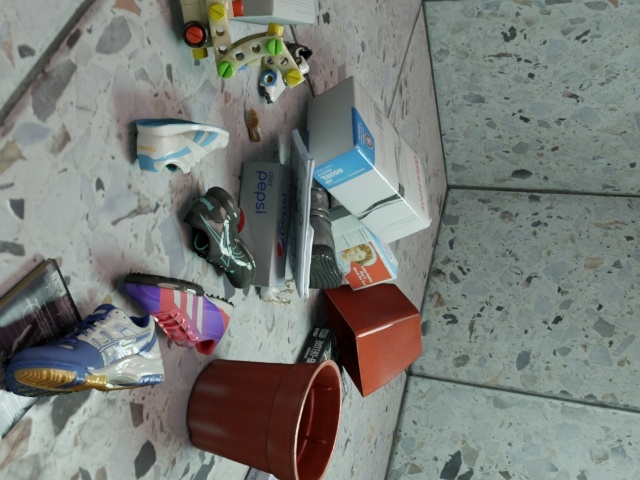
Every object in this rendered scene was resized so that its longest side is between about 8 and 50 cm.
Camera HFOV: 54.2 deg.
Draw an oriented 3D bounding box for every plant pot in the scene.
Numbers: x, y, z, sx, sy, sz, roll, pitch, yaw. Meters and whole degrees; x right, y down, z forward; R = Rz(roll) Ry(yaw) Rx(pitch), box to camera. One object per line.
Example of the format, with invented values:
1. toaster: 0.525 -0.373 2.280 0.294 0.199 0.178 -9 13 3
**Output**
1. plant pot: -0.122 0.373 1.349 0.272 0.265 0.272 6 90 -70
2. plant pot: 0.176 0.284 1.986 0.267 0.236 0.267 -127 -156 -55

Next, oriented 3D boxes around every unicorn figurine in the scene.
1. unicorn figurine: -0.120 0.102 1.544 0.060 0.111 0.161 -68 169 -60

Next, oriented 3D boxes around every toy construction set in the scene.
1. toy construction set: -0.153 -0.439 1.158 0.151 0.215 0.327 -113 -164 -78

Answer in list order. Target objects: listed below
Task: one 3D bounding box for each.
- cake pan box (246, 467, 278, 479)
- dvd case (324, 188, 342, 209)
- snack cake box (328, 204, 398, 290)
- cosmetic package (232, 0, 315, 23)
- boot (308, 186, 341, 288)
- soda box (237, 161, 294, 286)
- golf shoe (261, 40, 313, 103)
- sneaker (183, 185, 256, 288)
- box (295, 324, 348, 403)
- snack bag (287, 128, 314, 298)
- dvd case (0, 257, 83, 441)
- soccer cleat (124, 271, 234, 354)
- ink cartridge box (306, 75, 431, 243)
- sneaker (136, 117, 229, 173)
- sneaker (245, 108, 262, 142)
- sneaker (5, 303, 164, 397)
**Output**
1. cake pan box: -0.117 0.647 1.706 0.266 0.070 0.245 -63 148 -44
2. dvd case: 0.055 -0.115 2.030 0.179 0.030 0.238 -27 119 -66
3. snack cake box: 0.112 0.016 1.911 0.264 0.152 0.089 58 28 -26
4. cosmetic package: -0.114 -0.580 1.328 0.224 0.138 0.224 -33 124 -64
5. boot: 0.000 0.000 1.758 0.338 0.118 0.222 98 -10 -67
6. soda box: -0.133 -0.036 1.460 0.091 0.098 0.286 7 88 -71
7. golf shoe: -0.080 -0.413 1.521 0.077 0.094 0.198 66 37 -54
8. sneaker: -0.214 0.012 1.305 0.106 0.101 0.267 -43 139 -29
9. box: -0.002 0.457 1.946 0.242 0.077 0.307 -62 149 -45
10. snack bag: -0.049 -0.080 1.514 0.323 0.037 0.342 -110 -158 -67
11. dvd case: -0.418 0.154 0.871 0.221 0.018 0.164 -60 149 -50
12. soccer cleat: -0.260 0.139 1.167 0.318 0.109 0.116 46 56 -66
13. ink cartridge box: 0.139 -0.216 1.774 0.395 0.166 0.285 41 37 -40
14. sneaker: -0.253 -0.174 1.150 0.229 0.088 0.092 -19 119 -60
15. sneaker: -0.154 -0.272 1.456 0.037 0.032 0.083 -81 169 -52
16. sneaker: -0.346 0.159 0.930 0.296 0.112 0.130 31 49 -70
